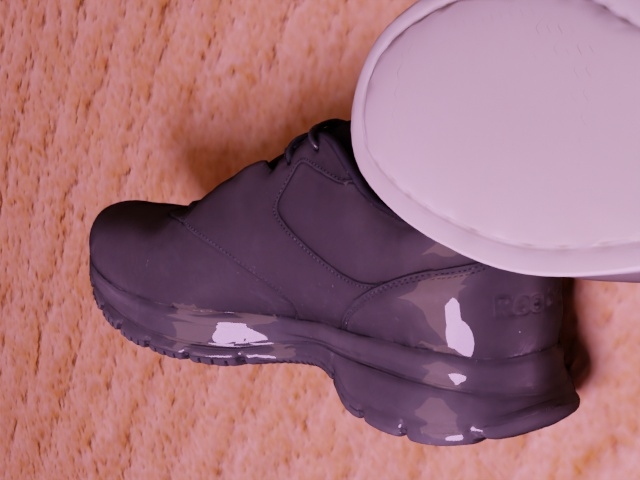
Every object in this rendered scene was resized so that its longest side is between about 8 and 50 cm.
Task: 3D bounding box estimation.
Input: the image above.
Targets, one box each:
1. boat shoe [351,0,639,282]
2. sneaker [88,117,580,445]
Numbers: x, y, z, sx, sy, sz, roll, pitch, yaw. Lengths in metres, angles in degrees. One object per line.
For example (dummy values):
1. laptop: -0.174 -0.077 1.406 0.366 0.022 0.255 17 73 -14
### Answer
1. boat shoe: 0.135 -0.033 0.517 0.305 0.091 0.109 9 90 48
2. sneaker: 0.000 0.000 0.719 0.286 0.109 0.130 12 107 40
